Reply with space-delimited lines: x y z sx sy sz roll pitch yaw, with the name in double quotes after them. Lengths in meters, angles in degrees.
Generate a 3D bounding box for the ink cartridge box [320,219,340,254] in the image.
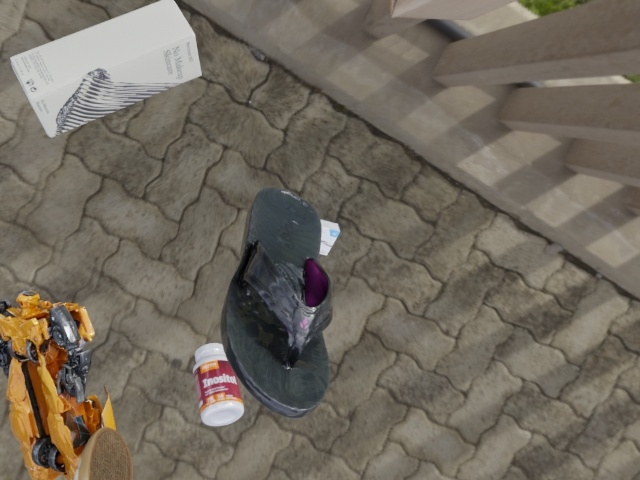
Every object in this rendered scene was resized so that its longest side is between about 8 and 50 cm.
0.000 0.000 1.478 0.048 0.028 0.083 14 125 -23 "ink cartridge box"

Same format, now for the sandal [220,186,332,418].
-0.056 0.056 1.100 0.168 0.445 0.107 18 131 -21 "sandal"

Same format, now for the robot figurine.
-0.363 0.204 0.989 0.211 0.085 0.290 1 104 35 "robot figurine"

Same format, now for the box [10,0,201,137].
-0.338 -0.279 1.165 0.275 0.113 0.094 -26 68 -13 "box"

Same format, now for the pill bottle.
-0.209 0.286 1.447 0.086 0.152 0.086 -13 142 -10 "pill bottle"

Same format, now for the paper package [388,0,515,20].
0.301 -0.530 1.307 0.310 0.325 0.168 -16 92 39 "paper package"

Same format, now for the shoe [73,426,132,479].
-0.270 0.313 0.840 0.058 0.219 0.076 -31 124 15 "shoe"
